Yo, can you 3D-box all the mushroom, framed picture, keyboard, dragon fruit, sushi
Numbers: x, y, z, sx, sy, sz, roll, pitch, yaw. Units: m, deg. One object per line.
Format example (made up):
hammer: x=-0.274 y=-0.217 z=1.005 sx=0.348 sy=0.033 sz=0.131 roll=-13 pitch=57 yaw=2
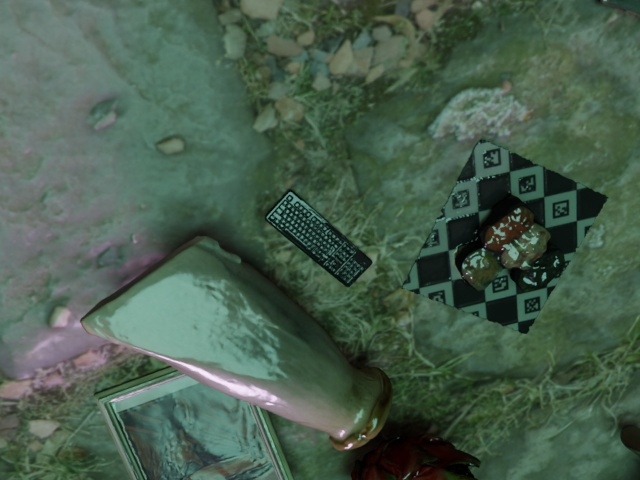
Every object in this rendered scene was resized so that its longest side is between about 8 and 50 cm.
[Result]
mushroom: x=-0.077 y=0.129 z=0.766 sx=0.407 sy=0.137 sz=0.154 roll=33 pitch=72 yaw=-24
framed picture: x=-0.164 y=0.298 z=0.848 sx=0.216 sy=0.016 sz=0.273 roll=-21 pitch=101 yaw=-2
keyboard: x=0.000 y=0.000 z=0.795 sx=0.155 sy=0.010 sz=0.053 roll=40 pitch=98 yaw=-21
dragon fruit: x=0.133 y=0.364 z=0.870 sx=0.188 sy=0.182 sz=0.182 roll=17 pitch=107 yaw=-20
sushi: x=0.260 y=0.011 z=0.824 sx=0.219 sy=0.047 sz=0.231 roll=20 pitch=106 yaw=-17

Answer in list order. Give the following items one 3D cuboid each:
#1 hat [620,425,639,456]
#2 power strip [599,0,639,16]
hat: x=0.545 y=0.389 z=0.962 sx=0.173 sy=0.166 sz=0.144 roll=13 pitch=97 yaw=-5
power strip: x=0.457 y=-0.348 z=0.713 sx=0.213 sy=0.064 sz=0.198 roll=10 pitch=107 yaw=-12
